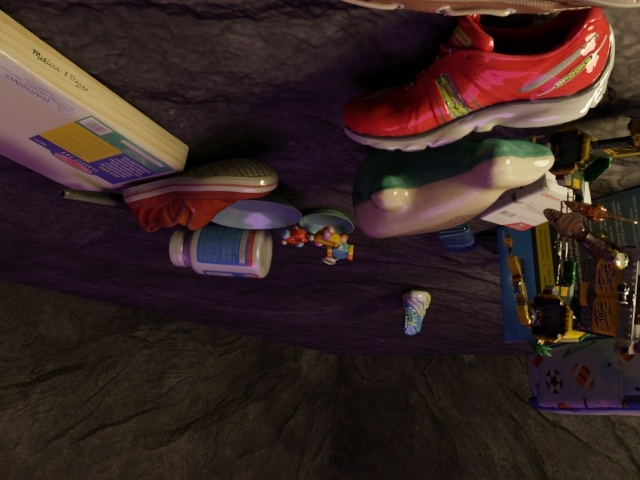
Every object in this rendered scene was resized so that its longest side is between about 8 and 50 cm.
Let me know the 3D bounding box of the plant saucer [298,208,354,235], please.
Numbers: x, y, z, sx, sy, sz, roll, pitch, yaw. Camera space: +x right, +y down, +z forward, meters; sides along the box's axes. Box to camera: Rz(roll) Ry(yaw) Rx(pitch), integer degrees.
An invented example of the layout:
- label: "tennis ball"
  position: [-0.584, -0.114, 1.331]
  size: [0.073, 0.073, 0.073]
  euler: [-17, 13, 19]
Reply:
- label: "plant saucer"
  position: [0.013, -0.041, 0.922]
  size: [0.119, 0.021, 0.119]
  euler: [6, 158, 2]

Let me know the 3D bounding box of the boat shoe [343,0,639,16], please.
- label: "boat shoe"
  position: [0.132, -0.227, 0.313]
  size: [0.323, 0.123, 0.116]
  euler: [1, -166, -10]

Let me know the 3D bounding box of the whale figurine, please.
- label: "whale figurine"
  position: [0.154, -0.090, 0.571]
  size: [0.216, 0.141, 0.272]
  euler: [-6, 172, -28]

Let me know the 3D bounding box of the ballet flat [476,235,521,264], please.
- label: "ballet flat"
  position: [0.431, 0.026, 0.889]
  size: [0.203, 0.074, 0.074]
  euler: [1, 159, 20]

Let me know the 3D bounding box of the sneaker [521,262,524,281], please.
- label: "sneaker"
  position: [0.566, 0.054, 0.907]
  size: [0.109, 0.107, 0.275]
  euler: [12, 160, -40]

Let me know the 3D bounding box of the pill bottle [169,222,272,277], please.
- label: "pill bottle"
  position: [-0.234, 0.021, 1.013]
  size: [0.221, 0.125, 0.124]
  euler: [4, 159, 8]

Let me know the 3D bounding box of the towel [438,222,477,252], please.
- label: "towel"
  position: [0.299, -0.002, 0.930]
  size: [0.067, 0.029, 0.119]
  euler: [-5, 156, 26]

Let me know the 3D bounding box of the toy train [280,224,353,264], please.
- label: "toy train"
  position: [0.000, 0.000, 0.943]
  size: [0.125, 0.046, 0.166]
  euler: [-11, 150, 41]

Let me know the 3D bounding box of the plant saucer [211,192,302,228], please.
- label: "plant saucer"
  position: [-0.134, -0.064, 0.858]
  size: [0.194, 0.038, 0.195]
  euler: [-1, 166, 0]

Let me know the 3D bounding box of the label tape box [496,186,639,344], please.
- label: "label tape box"
  position: [0.490, 0.057, 0.740]
  size: [0.105, 0.241, 0.333]
  euler: [17, 157, -31]

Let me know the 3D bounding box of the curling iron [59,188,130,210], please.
- label: "curling iron"
  position: [-0.363, -0.074, 0.836]
  size: [0.068, 0.035, 0.274]
  euler: [5, 177, 32]

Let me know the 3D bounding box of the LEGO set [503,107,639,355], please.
- label: "LEGO set"
  position: [0.311, -0.012, 0.473]
  size: [0.192, 0.332, 0.255]
  euler: [8, -174, -32]

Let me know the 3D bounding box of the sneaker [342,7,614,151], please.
- label: "sneaker"
  position: [0.148, -0.180, 0.460]
  size: [0.278, 0.107, 0.118]
  euler: [-7, 137, 24]

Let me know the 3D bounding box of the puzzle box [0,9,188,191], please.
- label: "puzzle box"
  position: [-0.434, -0.194, 0.615]
  size: [0.271, 0.052, 0.409]
  euler: [-6, 156, 28]

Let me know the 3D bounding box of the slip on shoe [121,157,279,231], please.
- label: "slip on shoe"
  position: [-0.204, -0.073, 0.733]
  size: [0.331, 0.123, 0.102]
  euler: [-6, 111, 31]

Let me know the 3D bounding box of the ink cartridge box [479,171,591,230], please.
- label: "ink cartridge box"
  position: [0.345, -0.071, 0.700]
  size: [0.099, 0.056, 0.135]
  euler: [14, 158, -20]

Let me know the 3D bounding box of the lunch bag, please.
- label: "lunch bag"
  position: [0.483, 0.207, 0.637]
  size: [0.242, 0.115, 0.303]
  euler: [7, 161, -11]

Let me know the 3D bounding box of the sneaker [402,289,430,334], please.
- label: "sneaker"
  position: [0.318, 0.247, 1.433]
  size: [0.091, 0.126, 0.240]
  euler: [2, 159, 11]
